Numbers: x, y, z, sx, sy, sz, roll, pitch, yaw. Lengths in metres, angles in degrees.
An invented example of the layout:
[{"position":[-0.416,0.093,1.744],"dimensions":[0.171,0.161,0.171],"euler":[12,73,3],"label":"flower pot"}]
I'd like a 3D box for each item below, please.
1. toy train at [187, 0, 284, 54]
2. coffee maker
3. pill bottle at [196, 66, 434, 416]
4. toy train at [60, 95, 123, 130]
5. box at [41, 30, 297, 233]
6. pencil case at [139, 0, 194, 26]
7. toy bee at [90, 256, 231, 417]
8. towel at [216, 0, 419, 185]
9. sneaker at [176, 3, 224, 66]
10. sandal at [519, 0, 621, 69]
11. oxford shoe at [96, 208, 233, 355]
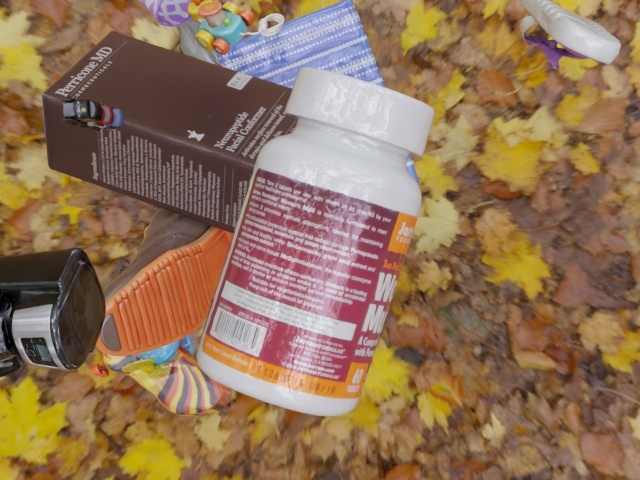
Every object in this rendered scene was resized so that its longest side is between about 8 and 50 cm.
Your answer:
[{"position":[-0.100,-0.286,1.164],"dimensions":[0.125,0.166,0.046],"euler":[-23,136,11],"label":"toy train"},{"position":[-0.326,0.059,1.070],"dimensions":[0.178,0.120,0.171],"euler":[-4,64,9],"label":"coffee maker"},{"position":[0.000,0.000,0.714],"dimensions":[0.121,0.121,0.221],"euler":[18,93,0],"label":"pill bottle"},{"position":[-0.222,-0.125,1.006],"dimensions":[0.036,0.158,0.027],"euler":[-3,94,-1],"label":"toy train"},{"position":[-0.168,-0.142,1.411],"dimensions":[0.381,0.191,0.143],"euler":[18,134,12],"label":"box"},{"position":[-0.275,-0.433,1.639],"dimensions":[0.086,0.088,0.206],"euler":[-40,65,11],"label":"pencil case"},{"position":[-0.289,0.199,1.696],"dimensions":[0.162,0.195,0.298],"euler":[-42,50,1],"label":"toy bee"},{"position":[-0.001,-0.194,1.652],"dimensions":[0.243,0.040,0.336],"euler":[-21,97,-2],"label":"towel"},{"position":[-0.178,-0.302,1.739],"dimensions":[0.108,0.100,0.272],"euler":[-22,90,16],"label":"sneaker"},{"position":[0.418,-0.358,1.801],"dimensions":[0.169,0.416,0.102],"euler":[27,108,0],"label":"sandal"},{"position":[-0.204,0.035,1.412],"dimensions":[0.132,0.363,0.130],"euler":[17,127,31],"label":"oxford shoe"}]
